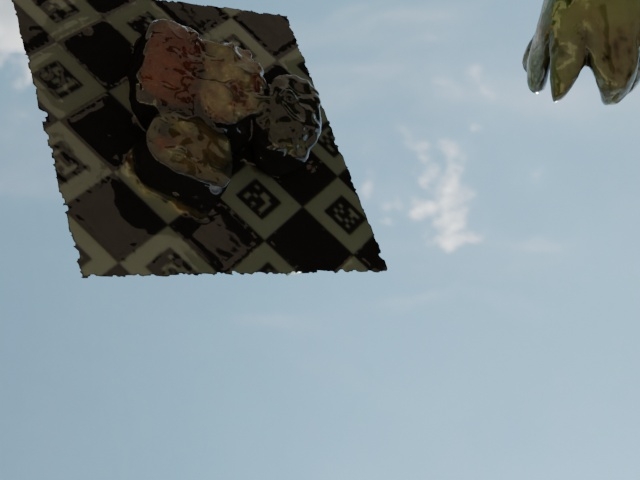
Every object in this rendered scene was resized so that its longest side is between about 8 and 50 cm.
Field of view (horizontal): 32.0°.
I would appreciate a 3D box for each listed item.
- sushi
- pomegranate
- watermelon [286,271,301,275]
[{"bbox_3d":[-0.069,-0.087,0.723,0.220,0.047,0.231,0,-123,-35],"label":"sushi"},{"bbox_3d":[0.195,-0.256,0.813,0.242,0.306,0.242,12,-174,-1],"label":"pomegranate"},{"bbox_3d":[0.000,0.000,0.972,0.085,0.085,0.061,-6,-171,-18],"label":"watermelon"}]
